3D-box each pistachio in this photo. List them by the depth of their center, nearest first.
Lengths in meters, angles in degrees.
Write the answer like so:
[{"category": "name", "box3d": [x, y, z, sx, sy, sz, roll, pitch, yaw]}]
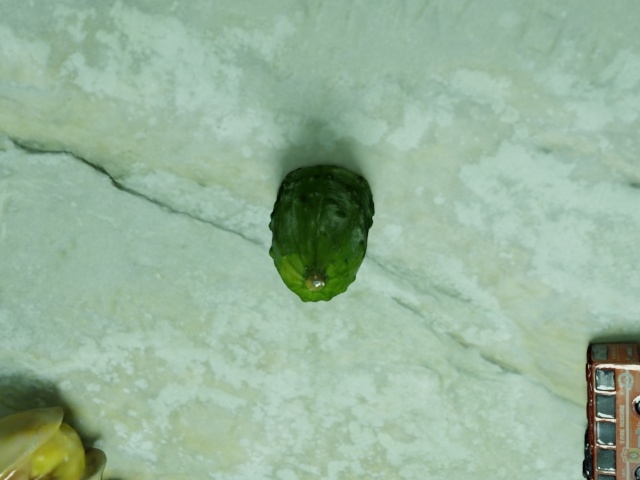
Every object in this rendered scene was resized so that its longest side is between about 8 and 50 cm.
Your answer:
[{"category": "pistachio", "box3d": [-0.481, 0.380, 1.165, 0.308, 0.230, 0.230, -35, 103, 4]}]

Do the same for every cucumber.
[{"category": "cucumber", "box3d": [0.000, 0.003, 0.907, 0.134, 0.244, 0.134, 1, 112, 3]}]

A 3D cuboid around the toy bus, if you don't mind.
[{"category": "toy bus", "box3d": [0.398, 0.248, 1.029, 0.096, 0.073, 0.235, 1, 112, 20]}]
